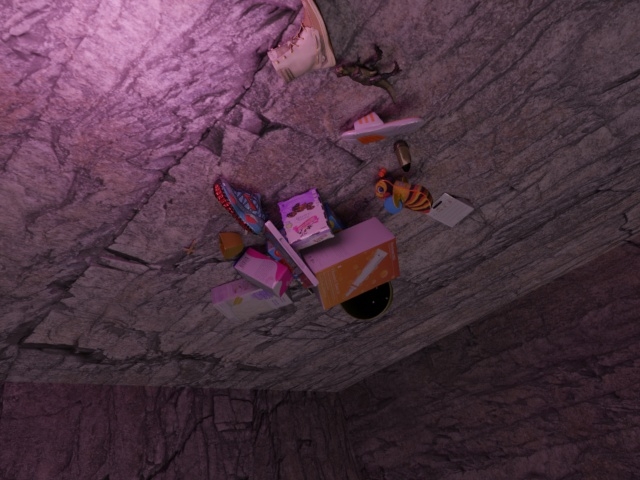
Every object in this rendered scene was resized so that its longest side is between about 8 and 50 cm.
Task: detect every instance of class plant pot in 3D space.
[{"bbox_3d":[-0.357,0.015,1.750,0.083,0.081,0.081,-15,148,-23],"label":"plant pot"},{"bbox_3d":[0.269,0.277,2.259,0.275,0.275,0.293,-27,160,17],"label":"plant pot"}]

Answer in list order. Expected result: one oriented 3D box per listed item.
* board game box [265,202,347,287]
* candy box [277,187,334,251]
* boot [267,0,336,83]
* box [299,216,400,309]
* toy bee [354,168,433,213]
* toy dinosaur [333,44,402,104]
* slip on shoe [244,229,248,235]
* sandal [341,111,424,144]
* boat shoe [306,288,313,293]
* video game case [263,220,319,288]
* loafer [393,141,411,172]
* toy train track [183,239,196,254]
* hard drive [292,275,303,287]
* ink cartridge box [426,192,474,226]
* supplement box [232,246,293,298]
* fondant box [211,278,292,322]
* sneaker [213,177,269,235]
[{"bbox_3d":[-0.019,0.031,1.833,0.308,0.086,0.302,-30,133,14],"label":"board game box"},{"bbox_3d":[-0.056,-0.078,1.624,0.165,0.196,0.070,-22,148,7],"label":"candy box"},{"bbox_3d":[-0.061,-0.510,1.107,0.165,0.077,0.213,-18,147,8],"label":"boot"},{"bbox_3d":[0.120,0.089,1.731,0.345,0.168,0.215,-23,130,-10],"label":"box"},{"bbox_3d":[0.272,-0.185,1.642,0.298,0.195,0.162,-6,122,4],"label":"toy bee"},{"bbox_3d":[0.160,-0.483,1.253,0.268,0.064,0.118,10,146,-36],"label":"toy dinosaur"},{"bbox_3d":[-0.273,-0.069,1.685,0.041,0.051,0.135,1,136,-16],"label":"slip on shoe"},{"bbox_3d":[0.197,-0.376,1.402,0.265,0.076,0.102,-10,170,13],"label":"sandal"},{"bbox_3d":[-0.063,0.210,2.074,0.042,0.049,0.133,-45,137,-5],"label":"boat shoe"},{"bbox_3d":[-0.115,0.059,1.623,0.025,0.285,0.204,-38,179,-12],"label":"video game case"},{"bbox_3d":[0.307,-0.302,1.580,0.056,0.050,0.148,-24,146,12],"label":"loafer"},{"bbox_3d":[-0.522,0.025,1.754,0.048,0.014,0.083,17,129,-29],"label":"toy train track"},{"bbox_3d":[0.027,0.111,2.057,0.339,0.064,0.237,-17,147,1],"label":"hard drive"},{"bbox_3d":[0.572,-0.144,1.947,0.179,0.045,0.145,25,132,-21],"label":"ink cartridge box"},{"bbox_3d":[-0.239,0.134,1.829,0.111,0.220,0.114,-55,152,-19],"label":"supplement box"},{"bbox_3d":[-0.330,0.272,2.118,0.330,0.096,0.238,-20,146,4],"label":"fondant box"},{"bbox_3d":[-0.279,-0.142,1.558,0.125,0.104,0.262,-51,134,-17],"label":"sneaker"}]
